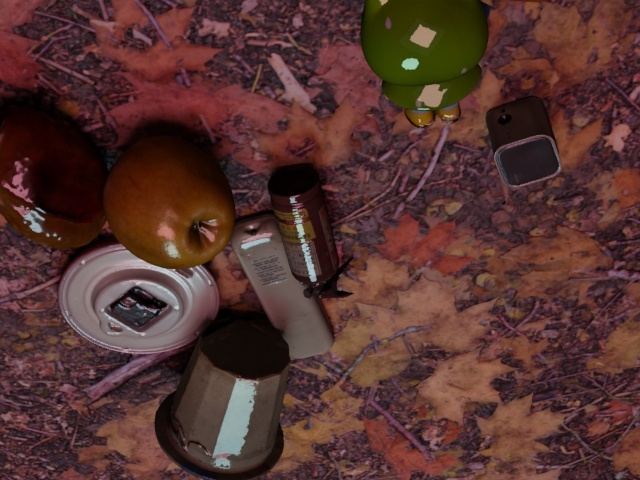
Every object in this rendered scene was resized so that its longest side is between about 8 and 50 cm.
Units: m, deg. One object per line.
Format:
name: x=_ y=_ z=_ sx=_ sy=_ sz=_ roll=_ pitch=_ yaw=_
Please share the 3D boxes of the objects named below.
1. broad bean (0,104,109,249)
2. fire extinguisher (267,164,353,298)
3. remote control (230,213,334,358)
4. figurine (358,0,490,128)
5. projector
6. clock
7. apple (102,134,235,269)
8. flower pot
broad bean: x=-0.369 y=-0.083 z=1.739 sx=0.122 sy=0.156 sz=0.228 roll=20 pitch=158 yaw=37
fire extinguisher: x=0.001 y=0.005 z=1.872 sx=0.106 sy=0.075 sz=0.252 roll=-24 pitch=129 yaw=-12
remote control: x=-0.054 y=0.077 z=1.975 sx=0.090 sy=0.038 sz=0.309 roll=-16 pitch=134 yaw=9
figurine: x=0.132 y=-0.239 z=1.615 sx=0.162 sy=0.143 sz=0.263 roll=-4 pitch=146 yaw=8
projector: x=0.275 y=-0.133 z=1.759 sx=0.083 sy=0.082 sz=0.083 roll=-17 pitch=134 yaw=12
clock: x=-0.273 y=0.086 z=1.957 sx=0.244 sy=0.056 sz=0.244 roll=-2 pitch=135 yaw=-2
apple: x=-0.199 y=-0.047 z=1.745 sx=0.182 sy=0.155 sz=0.182 roll=-27 pitch=141 yaw=-25
flower pot: x=-0.140 y=0.231 z=2.020 sx=0.212 sy=0.212 sz=0.202 roll=8 pitch=125 yaw=-12
